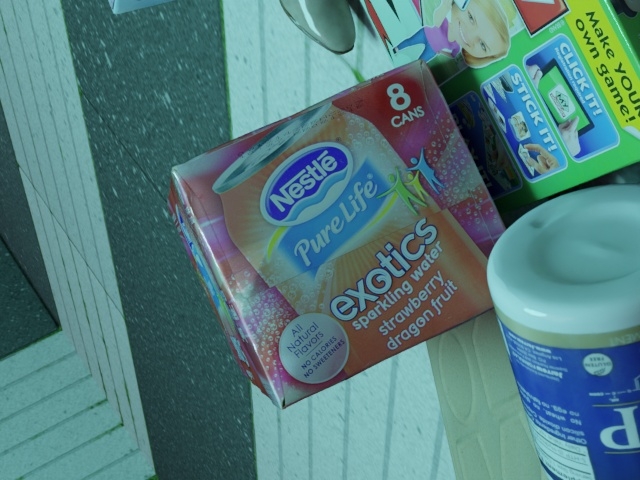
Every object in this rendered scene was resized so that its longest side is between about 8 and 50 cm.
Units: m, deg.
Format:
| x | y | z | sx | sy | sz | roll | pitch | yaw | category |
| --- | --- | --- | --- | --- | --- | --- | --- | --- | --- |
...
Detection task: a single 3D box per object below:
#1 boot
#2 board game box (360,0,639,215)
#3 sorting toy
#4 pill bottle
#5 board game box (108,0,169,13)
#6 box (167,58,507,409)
| x | y | z | sx | sy | sz | roll | pitch | yaw | category |
| --- | --- | --- | --- | --- | --- | --- | --- | --- | --- |
| -0.006 | -0.190 | 0.826 | 0.118 | 0.042 | 0.087 | 56 | 156 | 17 | boot |
| 0.070 | -0.174 | 0.658 | 0.317 | 0.046 | 0.213 | 63 | 160 | 0 | board game box |
| 0.118 | 0.114 | 0.817 | 0.193 | 0.038 | 0.208 | 123 | 142 | -70 | sorting toy |
| 0.159 | 0.076 | 0.647 | 0.112 | 0.112 | 0.186 | 32 | 148 | 54 | pill bottle |
| -0.143 | -0.363 | 0.840 | 0.318 | 0.066 | 0.318 | 134 | 117 | -69 | board game box |
| 0.000 | 0.000 | 0.802 | 0.300 | 0.154 | 0.142 | 165 | 81 | -83 | box |
